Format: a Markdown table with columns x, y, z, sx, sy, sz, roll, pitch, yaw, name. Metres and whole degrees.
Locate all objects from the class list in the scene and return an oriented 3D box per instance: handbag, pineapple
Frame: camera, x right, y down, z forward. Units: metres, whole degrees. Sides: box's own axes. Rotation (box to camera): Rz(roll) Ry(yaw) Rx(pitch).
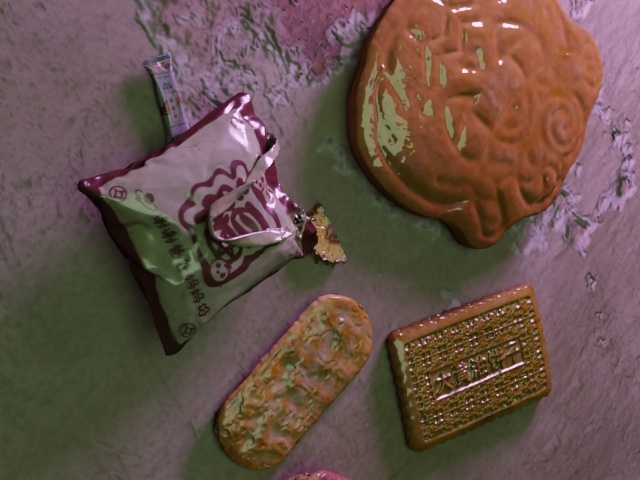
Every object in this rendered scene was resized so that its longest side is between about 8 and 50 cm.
| x | y | z | sx | sy | sz | roll | pitch | yaw | name |
| --- | --- | --- | --- | --- | --- | --- | --- | --- | --- |
| -0.127 | -0.022 | 1.011 | 0.235 | 0.127 | 0.213 | -37 | 111 | -35 | handbag |
| 0.000 | 0.000 | 1.139 | 0.045 | 0.019 | 0.083 | -35 | 107 | -29 | pineapple |

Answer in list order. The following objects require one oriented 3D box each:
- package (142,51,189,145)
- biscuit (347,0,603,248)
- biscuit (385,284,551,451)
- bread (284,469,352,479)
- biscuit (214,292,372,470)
| x | y | z | sx | sy | sz | roll | pitch | yaw | name |
| --- | --- | --- | --- | --- | --- | --- | --- | --- | --- |
| -0.170 | -0.155 | 1.040 | 0.037 | 0.015 | 0.110 | -23 | 104 | -31 | package |
| 0.215 | -0.192 | 1.223 | 0.365 | 0.062 | 0.385 | 38 | 75 | -25 | biscuit |
| 0.212 | 0.171 | 1.256 | 0.254 | 0.029 | 0.172 | -17 | 100 | -27 | biscuit |
| -0.007 | 0.335 | 1.122 | 0.192 | 0.067 | 0.119 | 27 | 87 | -25 | bread |
| -0.026 | 0.171 | 1.126 | 0.247 | 0.029 | 0.118 | -48 | 113 | -18 | biscuit |
